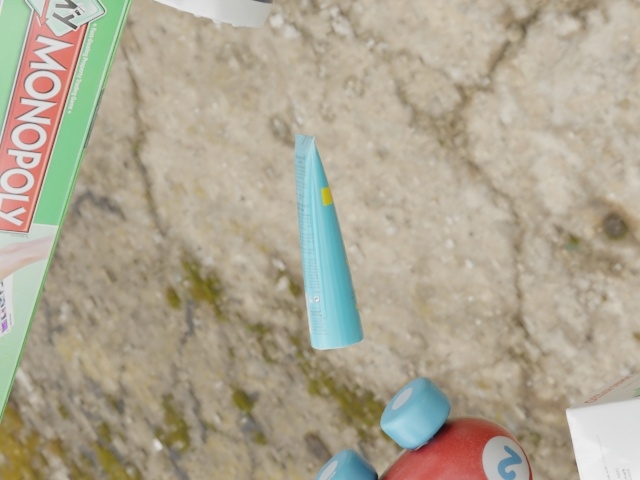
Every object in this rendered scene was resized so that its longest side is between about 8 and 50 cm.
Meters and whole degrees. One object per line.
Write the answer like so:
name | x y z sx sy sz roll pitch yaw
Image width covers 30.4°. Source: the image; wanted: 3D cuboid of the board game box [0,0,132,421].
board game box | -0.218 -0.010 0.481 0.317 0.214 0.046 -63 33 37

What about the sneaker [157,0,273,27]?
sneaker | -0.143 -0.255 0.767 0.321 0.126 0.127 36 111 26

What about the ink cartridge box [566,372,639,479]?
ink cartridge box | 0.469 0.218 1.439 0.278 0.201 0.117 -16 88 33

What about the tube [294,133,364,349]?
tube | 0.000 0.000 1.139 0.080 0.052 0.207 -165 64 -70

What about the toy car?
toy car | 0.124 0.292 1.141 0.219 0.210 0.238 43 -171 -9
